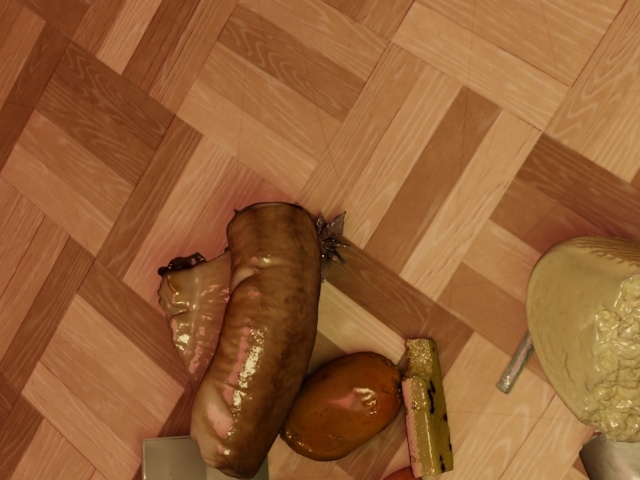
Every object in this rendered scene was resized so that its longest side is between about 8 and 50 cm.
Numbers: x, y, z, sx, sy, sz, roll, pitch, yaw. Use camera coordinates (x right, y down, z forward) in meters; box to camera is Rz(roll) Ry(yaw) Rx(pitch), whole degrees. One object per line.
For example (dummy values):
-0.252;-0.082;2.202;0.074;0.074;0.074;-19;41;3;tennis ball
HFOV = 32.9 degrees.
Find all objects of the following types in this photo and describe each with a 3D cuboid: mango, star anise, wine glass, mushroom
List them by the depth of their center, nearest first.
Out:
0.481;0.379;1.568;0.126;0.126;0.241;-38;68;20;wine glass
-0.096;0.176;1.783;0.313;0.224;0.397;-35;51;28;mushroom
0.029;0.277;1.825;0.248;0.151;0.156;-34;34;30;mango
0.008;-0.005;1.903;0.129;0.056;0.124;-50;59;25;star anise

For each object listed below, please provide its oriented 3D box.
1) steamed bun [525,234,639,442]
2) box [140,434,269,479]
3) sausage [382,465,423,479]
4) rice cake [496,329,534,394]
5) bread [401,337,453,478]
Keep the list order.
0.431;0.138;1.538;0.273;0.290;0.272;25;101;48;steamed bun
-0.207;0.414;1.958;0.225;0.086;0.130;-9;79;27;box
0.174;0.496;1.729;0.113;0.113;0.259;-42;66;18;sausage
0.319;0.190;1.734;0.022;0.021;0.121;35;102;37;rice cake
0.170;0.269;1.770;0.049;0.088;0.226;-12;80;29;bread
